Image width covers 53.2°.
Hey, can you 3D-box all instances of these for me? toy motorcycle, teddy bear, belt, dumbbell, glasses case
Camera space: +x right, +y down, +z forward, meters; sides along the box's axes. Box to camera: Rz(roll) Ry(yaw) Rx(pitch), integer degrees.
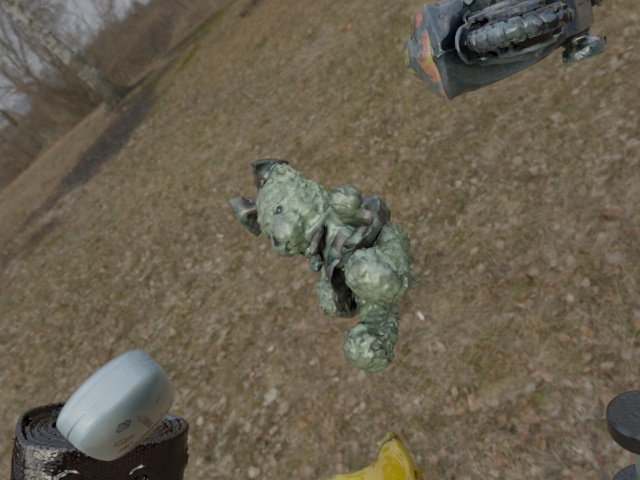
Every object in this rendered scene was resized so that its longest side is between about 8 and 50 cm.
[{"bbox_3d":[0.179,-0.211,0.632,0.173,0.108,0.307,-10,16,32],"label":"toy motorcycle"},{"bbox_3d":[0.020,-0.001,0.563,0.111,0.133,0.213,-17,47,-32],"label":"teddy bear"},{"bbox_3d":[-0.376,0.378,1.102,0.184,0.288,0.164,-146,62,-71],"label":"belt"},{"bbox_3d":[0.468,0.315,0.918,0.100,0.191,0.100,-13,26,6],"label":"dumbbell"},{"bbox_3d":[-0.138,0.118,0.449,0.067,0.045,0.178,-44,-7,-21],"label":"glasses case"}]

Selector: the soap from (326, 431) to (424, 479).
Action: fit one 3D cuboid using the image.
[{"bbox_3d":[0.101,0.360,0.627,0.096,0.325,0.204,-23,43,-8],"label":"soap"}]
